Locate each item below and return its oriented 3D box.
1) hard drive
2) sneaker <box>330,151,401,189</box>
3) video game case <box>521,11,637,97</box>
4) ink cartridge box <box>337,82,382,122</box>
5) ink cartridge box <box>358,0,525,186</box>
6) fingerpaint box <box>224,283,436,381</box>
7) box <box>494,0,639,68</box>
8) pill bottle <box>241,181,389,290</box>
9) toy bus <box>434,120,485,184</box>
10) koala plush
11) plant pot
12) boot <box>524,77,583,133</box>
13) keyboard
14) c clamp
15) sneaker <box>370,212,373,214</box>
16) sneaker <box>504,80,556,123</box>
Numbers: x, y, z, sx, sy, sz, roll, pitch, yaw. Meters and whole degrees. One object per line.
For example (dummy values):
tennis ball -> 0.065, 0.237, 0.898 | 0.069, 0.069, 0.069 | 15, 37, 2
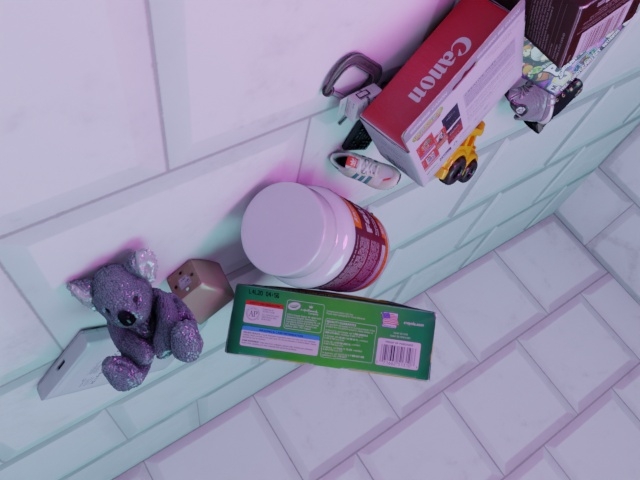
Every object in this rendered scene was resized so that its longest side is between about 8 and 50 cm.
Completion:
hard drive -> -0.473, 0.275, 1.354 | 0.233, 0.047, 0.353 | -46, 157, 25
sneaker -> 0.090, -0.151, 1.170 | 0.075, 0.161, 0.057 | 16, 96, -58
video game case -> 0.521, -0.449, 1.196 | 0.210, 0.042, 0.232 | 19, 131, -24
ink cartridge box -> 0.074, -0.253, 1.024 | 0.083, 0.028, 0.048 | -32, 157, -24
ink cartridge box -> 0.231, -0.289, 1.033 | 0.309, 0.130, 0.272 | -49, 159, 2
fingerpaint box -> 0.020, 0.208, 1.354 | 0.445, 0.163, 0.371 | 8, 175, 0
box -> 0.427, -0.451, 0.951 | 0.168, 0.203, 0.167 | -36, 160, 0
pill bottle -> 0.000, 0.000, 1.245 | 0.224, 0.224, 0.392 | -41, 160, 13
toy bus -> 0.325, -0.260, 1.340 | 0.220, 0.149, 0.211 | -11, 133, -53
koala plush -> -0.359, 0.128, 1.051 | 0.196, 0.203, 0.221 | -26, 126, 0
plant pot -> -0.274, 0.103, 1.221 | 0.109, 0.109, 0.096 | -38, 146, 7
boot -> 0.671, -0.420, 1.603 | 0.178, 0.085, 0.236 | -45, 158, 12
keyboard -> 0.125, -0.259, 1.161 | 0.108, 0.023, 0.180 | -16, 153, -43
c clamp -> 0.054, -0.276, 1.008 | 0.137, 0.022, 0.161 | -42, 159, 18
sneaker -> 0.122, -0.017, 1.650 | 0.098, 0.083, 0.223 | -15, 155, 4
sneaker -> 0.547, -0.407, 1.428 | 0.132, 0.086, 0.228 | 1, 128, 7
